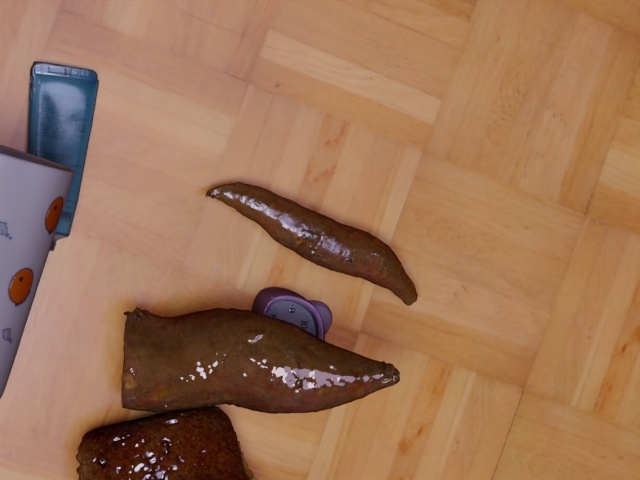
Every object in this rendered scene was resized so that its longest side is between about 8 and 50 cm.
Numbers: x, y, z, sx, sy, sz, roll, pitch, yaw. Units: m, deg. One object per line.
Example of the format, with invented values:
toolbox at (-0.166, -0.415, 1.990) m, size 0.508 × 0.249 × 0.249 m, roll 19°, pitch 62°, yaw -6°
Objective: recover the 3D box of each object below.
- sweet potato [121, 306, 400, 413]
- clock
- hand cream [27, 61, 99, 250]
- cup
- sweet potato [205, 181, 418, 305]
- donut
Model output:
sweet potato at (-0.072, 0.144, 1.746) m, size 0.337 × 0.131 × 0.131 m, roll 0°, pitch 95°, yaw 6°
clock at (-0.038, 0.140, 1.845) m, size 0.110 × 0.050 × 0.152 m, roll 9°, pitch 92°, yaw -17°
hand cream at (-0.318, -0.099, 1.751) m, size 0.083 × 0.048 × 0.224 m, roll 7°, pitch 86°, yaw -17°
cup at (-0.422, 0.042, 1.640) m, size 0.212 × 0.212 × 0.317 m, roll 16°, pitch 93°, yaw -17°
sweet potato at (0.000, 0.000, 1.835) m, size 0.314 × 0.072 × 0.066 m, roll 24°, pitch 102°, yaw -19°
donut at (-0.187, 0.270, 1.774) m, size 0.186 × 0.144 × 0.126 m, roll -17°, pitch 78°, yaw 11°
